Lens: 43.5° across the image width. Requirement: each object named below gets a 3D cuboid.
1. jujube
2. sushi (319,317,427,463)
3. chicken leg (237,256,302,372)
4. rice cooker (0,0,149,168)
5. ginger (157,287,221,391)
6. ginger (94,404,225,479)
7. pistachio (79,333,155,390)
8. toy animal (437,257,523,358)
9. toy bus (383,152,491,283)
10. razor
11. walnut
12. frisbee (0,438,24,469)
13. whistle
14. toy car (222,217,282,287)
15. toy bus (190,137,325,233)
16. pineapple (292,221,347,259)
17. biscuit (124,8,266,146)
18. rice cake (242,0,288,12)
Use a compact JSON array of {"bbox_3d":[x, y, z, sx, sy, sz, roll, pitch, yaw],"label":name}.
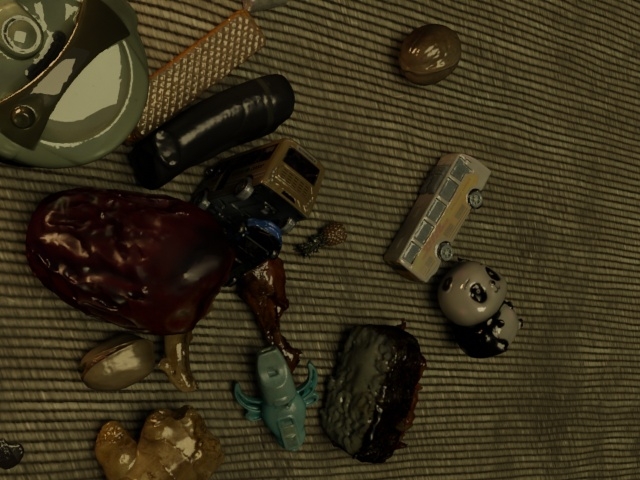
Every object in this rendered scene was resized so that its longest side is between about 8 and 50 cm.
[{"bbox_3d":[-0.344,0.032,1.471,0.376,0.258,0.258,13,90,13],"label":"jujube"},{"bbox_3d":[0.128,0.342,1.881,0.182,0.196,0.343,19,89,-50],"label":"sushi"},{"bbox_3d":[-0.114,0.163,1.766,0.113,0.093,0.304,-16,111,-12],"label":"chicken leg"},{"bbox_3d":[-0.466,-0.278,1.358,0.335,0.325,0.335,-3,95,-31],"label":"rice cooker"},{"bbox_3d":[-0.277,0.140,1.641,0.148,0.081,0.334,22,68,-46],"label":"ginger"},{"bbox_3d":[-0.369,0.488,1.585,0.375,0.166,0.236,-46,125,-27],"label":"ginger"},{"bbox_3d":[-0.398,0.240,1.574,0.149,0.113,0.113,-21,105,-30],"label":"pistachio"},{"bbox_3d":[0.395,0.166,2.027,0.187,0.165,0.235,-43,117,-46],"label":"toy animal"},{"bbox_3d":[0.291,-0.059,1.989,0.138,0.097,0.342,36,77,-22],"label":"toy bus"},{"bbox_3d":[-0.216,-0.221,1.590,0.349,0.204,0.113,-31,95,-27],"label":"razor"},{"bbox_3d":[0.262,-0.444,1.913,0.162,0.140,0.140,-43,115,-33],"label":"walnut"},{"bbox_3d":[-0.650,0.344,1.482,0.211,0.012,0.187,9,88,-32],"label":"frisbee"},{"bbox_3d":[-0.088,0.355,1.769,0.186,0.093,0.274,-15,113,-5],"label":"whistle"},{"bbox_3d":[-0.161,0.017,1.586,0.103,0.216,0.063,38,36,-27],"label":"toy car"},{"bbox_3d":[-0.131,-0.104,1.612,0.139,0.289,0.157,37,63,-27],"label":"toy bus"},{"bbox_3d":[0.000,0.000,1.833,0.124,0.058,0.058,-26,107,-27],"label":"pineapple"},{"bbox_3d":[-0.268,-0.338,1.636,0.378,0.054,0.094,-43,114,-22],"label":"biscuit"},{"bbox_3d":[-0.146,-0.639,1.690,0.106,0.050,0.298,-22,105,-29],"label":"rice cake"}]
